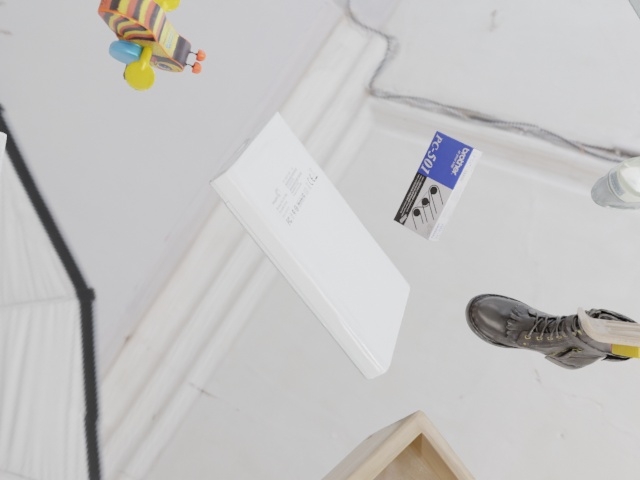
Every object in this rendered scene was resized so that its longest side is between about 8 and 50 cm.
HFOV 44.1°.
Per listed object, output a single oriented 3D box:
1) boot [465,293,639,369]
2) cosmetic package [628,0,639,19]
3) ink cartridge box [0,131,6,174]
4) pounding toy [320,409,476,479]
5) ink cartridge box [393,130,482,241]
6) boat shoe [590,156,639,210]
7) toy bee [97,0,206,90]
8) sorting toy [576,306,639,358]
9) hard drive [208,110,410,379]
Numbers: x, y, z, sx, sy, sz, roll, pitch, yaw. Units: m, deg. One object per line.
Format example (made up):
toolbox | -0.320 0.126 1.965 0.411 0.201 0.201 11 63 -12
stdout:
boot | 0.387 0.135 1.263 0.229 0.263 0.091 130 -20 -73
cosmetic package | 0.354 -0.302 0.620 0.377 0.284 0.097 -30 180 -29
ink cartridge box | -0.565 -0.017 1.040 0.129 0.223 0.307 -5 -104 44
pounding toy | 0.039 0.255 0.530 0.206 0.181 0.094 -33 172 -36
ink cartridge box | 0.240 -0.111 1.622 0.097 0.046 0.207 32 -77 34
boat shoe | 0.486 -0.087 1.144 0.081 0.228 0.079 -33 -112 60
toy bee | -0.290 -0.367 1.430 0.298 0.162 0.195 -80 -176 -79
sorting toy | 0.420 0.125 0.960 0.208 0.193 0.038 10 -87 16
hard drive | 0.000 0.000 0.995 0.040 0.307 0.203 -29 -162 27
